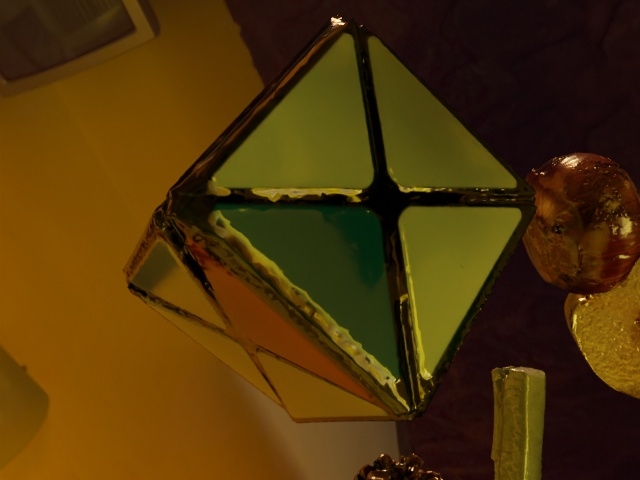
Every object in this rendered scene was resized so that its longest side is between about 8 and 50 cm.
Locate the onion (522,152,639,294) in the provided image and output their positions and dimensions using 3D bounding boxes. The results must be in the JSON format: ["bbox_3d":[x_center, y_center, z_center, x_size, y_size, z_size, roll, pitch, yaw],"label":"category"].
[{"bbox_3d":[0.459,-0.031,1.081,0.219,0.252,0.252,-6,-153,-15],"label":"onion"}]

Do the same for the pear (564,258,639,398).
[{"bbox_3d":[0.756,0.180,1.422,0.387,0.340,0.191,30,-167,7],"label":"pear"}]

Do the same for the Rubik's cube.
[{"bbox_3d":[0.000,0.000,0.575,0.246,0.250,0.248,-53,-168,-26],"label":"Rubik's cube"}]

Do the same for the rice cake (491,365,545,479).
[{"bbox_3d":[0.272,0.346,0.873,0.063,0.066,0.336,-9,-108,49],"label":"rice cake"}]

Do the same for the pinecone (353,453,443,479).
[{"bbox_3d":[0.145,0.549,1.246,0.244,0.257,0.243,-14,-142,11],"label":"pinecone"}]
